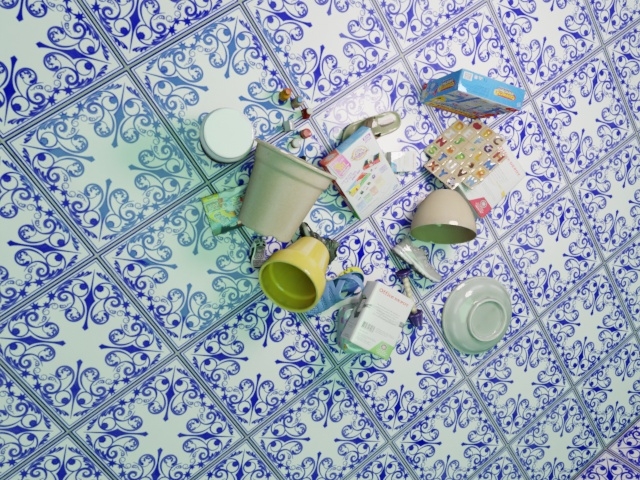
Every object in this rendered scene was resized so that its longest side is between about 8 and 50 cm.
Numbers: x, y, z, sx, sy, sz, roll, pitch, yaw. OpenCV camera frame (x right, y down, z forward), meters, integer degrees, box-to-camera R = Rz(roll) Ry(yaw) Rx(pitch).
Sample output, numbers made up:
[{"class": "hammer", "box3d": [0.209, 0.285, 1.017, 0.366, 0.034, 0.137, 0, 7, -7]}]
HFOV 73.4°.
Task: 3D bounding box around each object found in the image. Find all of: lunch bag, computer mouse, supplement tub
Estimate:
[{"class": "lunch bag", "box3d": [0.214, 0.387, 1.927, 0.279, 0.108, 0.224, 1, 91, -19]}, {"class": "computer mouse", "box3d": [-0.261, 0.024, 1.769, 0.106, 0.042, 0.193, 4, 100, -47]}, {"class": "supplement tub", "box3d": [-0.346, -0.379, 1.577, 0.191, 0.272, 0.191, -2, 97, -16]}]

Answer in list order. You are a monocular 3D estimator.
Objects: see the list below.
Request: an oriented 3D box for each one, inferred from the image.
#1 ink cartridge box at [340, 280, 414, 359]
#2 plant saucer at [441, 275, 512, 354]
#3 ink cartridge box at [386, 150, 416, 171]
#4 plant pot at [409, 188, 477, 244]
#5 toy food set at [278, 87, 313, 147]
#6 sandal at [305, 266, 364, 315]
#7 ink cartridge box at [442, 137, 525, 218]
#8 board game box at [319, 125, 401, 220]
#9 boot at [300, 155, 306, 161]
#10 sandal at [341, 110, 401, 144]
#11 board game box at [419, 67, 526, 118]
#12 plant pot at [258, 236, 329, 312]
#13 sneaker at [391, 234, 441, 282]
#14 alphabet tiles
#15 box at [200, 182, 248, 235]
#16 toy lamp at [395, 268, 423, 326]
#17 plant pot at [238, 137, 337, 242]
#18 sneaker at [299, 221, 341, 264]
[{"class": "ink cartridge box", "box3d": [0.242, 0.333, 1.816, 0.198, 0.114, 0.273, 30, 80, -15]}, {"class": "plant saucer", "box3d": [0.791, 0.377, 2.098, 0.400, 0.100, 0.401, -2, 98, -17]}, {"class": "ink cartridge box", "box3d": [0.359, -0.349, 1.901, 0.122, 0.052, 0.089, -4, 99, -14]}, {"class": "plant pot", "box3d": [0.543, -0.113, 1.892, 0.284, 0.284, 0.191, 13, 73, -17]}, {"class": "toy food set", "box3d": [-0.092, -0.492, 1.723, 0.111, 0.104, 0.232, -13, 101, -14]}, {"class": "sandal", "box3d": [0.063, 0.221, 1.848, 0.317, 0.138, 0.126, -32, 106, -8]}, {"class": "ink cartridge box", "box3d": [0.755, -0.284, 1.983, 0.306, 0.131, 0.226, -43, 106, -9]}, {"class": "board game box", "box3d": [0.174, -0.276, 1.800, 0.242, 0.064, 0.317, -41, 124, -7]}, {"class": "boot", "box3d": [-0.118, -0.305, 1.775, 0.099, 0.045, 0.121, 15, 91, -12]}, {"class": "sandal", "box3d": [0.218, -0.473, 1.825, 0.302, 0.086, 0.120, -30, 104, -10]}, {"class": "board game box", "box3d": [0.631, -0.608, 1.815, 0.308, 0.302, 0.086, 11, 95, -17]}, {"class": "plant pot", "box3d": [-0.081, 0.115, 1.702, 0.253, 0.239, 0.254, 12, 126, 17]}, {"class": "sneaker", "box3d": [0.463, 0.089, 1.961, 0.281, 0.105, 0.115, 39, 86, -17]}, {"class": "alphabet tiles", "box3d": [0.643, -0.388, 1.912, 0.342, 0.011, 0.285, -41, 70, -7]}, {"class": "box", "box3d": [-0.345, -0.130, 1.729, 0.233, 0.044, 0.159, -20, 103, -13]}, {"class": "toy lamp", "box3d": [0.415, 0.270, 1.986, 0.080, 0.080, 0.275, -22, 102, -12]}, {"class": "plant pot", "box3d": [-0.151, -0.172, 1.614, 0.333, 0.334, 0.306, 23, 100, -18]}, {"class": "sneaker", "box3d": [0.000, 0.000, 1.828, 0.130, 0.087, 0.228, -34, 108, -11]}]
